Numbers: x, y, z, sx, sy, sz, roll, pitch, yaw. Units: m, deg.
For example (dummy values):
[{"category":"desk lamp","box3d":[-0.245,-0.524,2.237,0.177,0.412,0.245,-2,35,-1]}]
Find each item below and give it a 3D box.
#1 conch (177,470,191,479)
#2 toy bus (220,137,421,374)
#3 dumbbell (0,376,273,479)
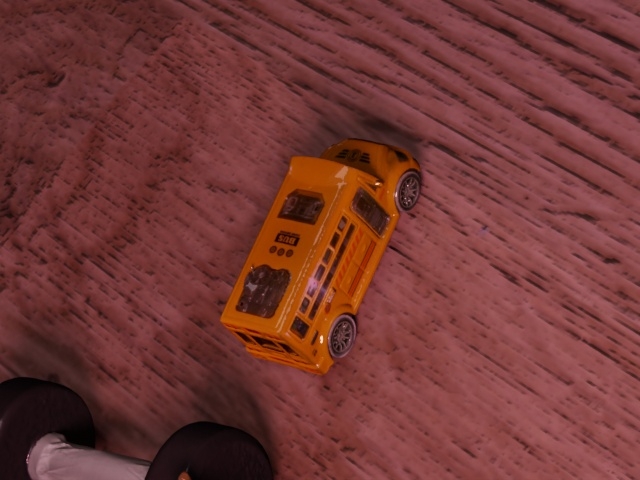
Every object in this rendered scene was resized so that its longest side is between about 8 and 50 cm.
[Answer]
[{"category":"conch","box3d":[-0.008,0.274,1.039,0.109,0.093,0.330,-52,50,38]},{"category":"toy bus","box3d":[0.000,0.000,1.226,0.069,0.074,0.162,12,69,37]},{"category":"dumbbell","box3d":[-0.130,0.149,1.194,0.191,0.100,0.100,9,67,34]}]
